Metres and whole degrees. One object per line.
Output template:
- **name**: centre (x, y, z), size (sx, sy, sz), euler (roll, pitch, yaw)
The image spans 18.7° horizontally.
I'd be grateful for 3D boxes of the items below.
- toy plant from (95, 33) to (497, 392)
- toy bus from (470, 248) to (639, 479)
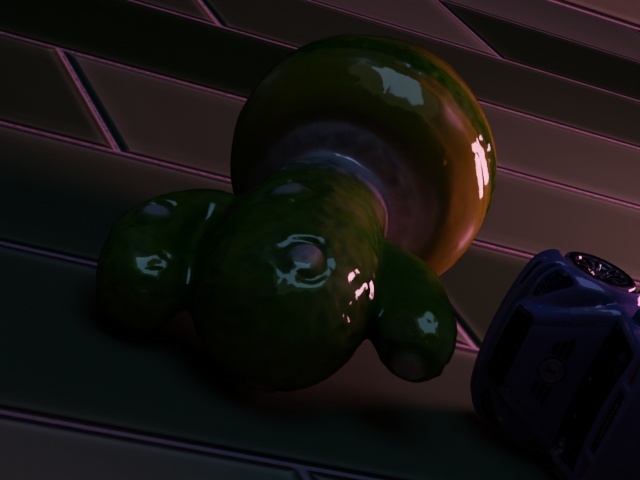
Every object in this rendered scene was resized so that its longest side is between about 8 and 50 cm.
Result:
- **toy plant**: centre (0.000, 0.000, 1.260), size (0.224, 0.184, 0.316), euler (21, 34, 10)
- **toy bus**: centre (0.244, 0.120, 1.224), size (0.292, 0.125, 0.133), euler (22, 19, -6)
